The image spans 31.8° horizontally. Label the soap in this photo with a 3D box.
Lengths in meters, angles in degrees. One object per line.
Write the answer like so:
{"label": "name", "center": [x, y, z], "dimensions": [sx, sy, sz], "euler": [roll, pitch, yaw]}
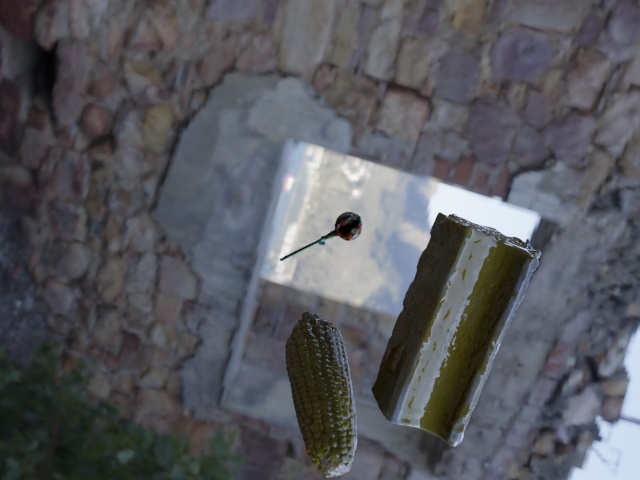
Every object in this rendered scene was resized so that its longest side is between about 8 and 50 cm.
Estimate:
{"label": "soap", "center": [0.181, 0.110, 1.549], "dimensions": [0.259, 0.143, 0.281], "euler": [-98, -153, -83]}

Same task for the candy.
{"label": "candy", "center": [0.000, 0.000, 2.121], "dimensions": [0.049, 0.184, 0.055], "euler": [28, 41, -56]}

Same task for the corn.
{"label": "corn", "center": [0.003, 0.223, 1.667], "dimensions": [0.097, 0.097, 0.262], "euler": [105, -23, -55]}
